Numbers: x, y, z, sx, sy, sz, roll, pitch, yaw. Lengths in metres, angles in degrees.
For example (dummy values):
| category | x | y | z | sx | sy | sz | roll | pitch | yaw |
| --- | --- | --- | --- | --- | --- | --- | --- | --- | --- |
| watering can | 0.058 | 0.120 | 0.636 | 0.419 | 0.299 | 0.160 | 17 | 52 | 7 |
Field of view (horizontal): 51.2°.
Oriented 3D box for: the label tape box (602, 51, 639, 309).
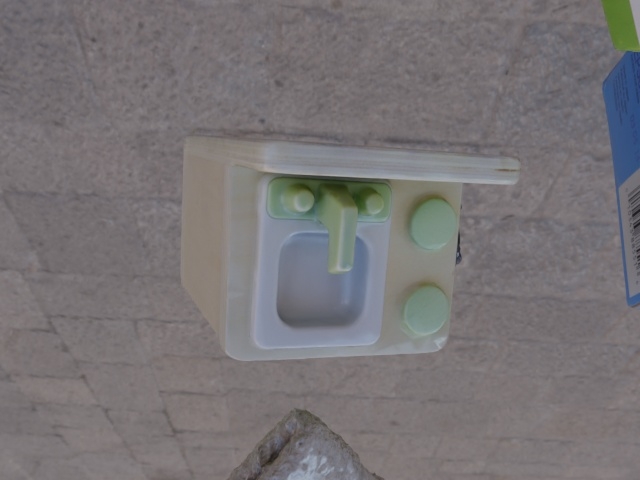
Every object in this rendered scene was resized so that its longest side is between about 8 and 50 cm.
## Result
| category | x | y | z | sx | sy | sz | roll | pitch | yaw |
| --- | --- | --- | --- | --- | --- | --- | --- | --- | --- |
| label tape box | 0.448 | -0.060 | 0.597 | 0.334 | 0.240 | 0.106 | 1 | 163 | 1 |

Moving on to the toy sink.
| category | x | y | z | sx | sy | sz | roll | pitch | yaw |
| --- | --- | --- | --- | --- | --- | --- | --- | --- | --- |
| toy sink | 0.000 | 0.000 | 0.448 | 0.153 | 0.131 | 0.234 | 0 | -171 | -22 |

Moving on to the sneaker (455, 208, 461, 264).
| category | x | y | z | sx | sy | sz | roll | pitch | yaw |
| --- | --- | --- | --- | --- | --- | --- | --- | --- | --- |
| sneaker | 0.155 | 0.032 | 0.885 | 0.097 | 0.234 | 0.084 | 16 | 165 | -33 |

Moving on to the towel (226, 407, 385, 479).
| category | x | y | z | sx | sy | sz | roll | pitch | yaw |
| --- | --- | --- | --- | --- | --- | --- | --- | --- | --- |
| towel | -0.058 | 0.266 | 0.474 | 0.049 | 0.282 | 0.187 | 30 | 163 | 46 |

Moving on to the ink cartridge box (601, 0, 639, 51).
| category | x | y | z | sx | sy | sz | roll | pitch | yaw |
| --- | --- | --- | --- | --- | --- | --- | --- | --- | --- |
| ink cartridge box | 0.218 | -0.158 | 0.217 | 0.255 | 0.097 | 0.189 | 21 | 157 | 47 |
